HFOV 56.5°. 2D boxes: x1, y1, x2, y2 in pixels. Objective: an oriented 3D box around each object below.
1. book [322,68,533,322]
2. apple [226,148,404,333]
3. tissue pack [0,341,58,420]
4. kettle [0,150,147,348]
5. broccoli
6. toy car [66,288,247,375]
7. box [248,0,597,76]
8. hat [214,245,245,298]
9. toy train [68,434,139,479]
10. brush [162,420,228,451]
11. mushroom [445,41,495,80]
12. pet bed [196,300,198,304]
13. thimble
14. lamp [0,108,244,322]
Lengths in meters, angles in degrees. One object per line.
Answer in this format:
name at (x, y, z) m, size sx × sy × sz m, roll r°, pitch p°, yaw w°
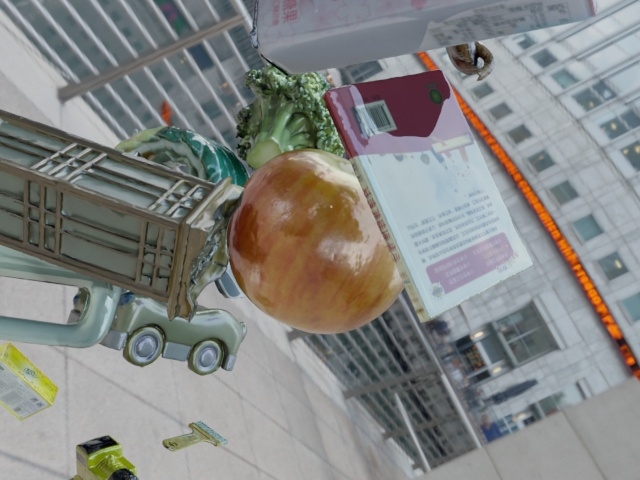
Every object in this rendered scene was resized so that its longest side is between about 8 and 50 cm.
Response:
book at (0.110, -0.054, 0.586) m, size 0.022 × 0.162 × 0.232 m, roll -30°, pitch -98°, yaw 56°
apple at (0.000, 0.000, 0.866) m, size 0.286 × 0.233 × 0.286 m, roll 25°, pitch 15°, yaw -7°
tissue pack at (-0.708, 0.327, 1.381) m, size 0.176 × 0.095 × 0.062 m, roll 59°, pitch 9°, yaw -29°
kettle at (-0.412, -0.024, 0.794) m, size 0.205 × 0.317 × 0.265 m, roll 109°, pitch -12°, yaw -49°
broccoli at (-0.063, -0.226, 1.240) m, size 0.288 × 0.235 × 0.260 m, roll 62°, pitch -6°, yaw -24°
toy car at (-0.341, 0.149, 1.293) m, size 0.242 × 0.226 × 0.336 m, roll 10°, pitch -9°, yaw 44°
box at (0.095, -0.304, 0.644) m, size 0.112 × 0.369 × 0.190 m, roll 17°, pitch 73°, yaw -60°
hat at (-0.205, 0.012, 1.484) m, size 0.161 × 0.232 × 0.275 m, roll 28°, pitch -27°, yaw 51°
toy train at (-0.355, 0.414, 1.005) m, size 0.219 × 0.089 × 0.127 m, roll 9°, pitch -77°, yaw 48°
brush at (-0.259, 0.398, 1.202) m, size 0.082 × 0.010 × 0.218 m, roll 29°, pitch -2°, yaw 19°
mushroom at (0.304, -0.398, 1.236) m, size 0.135 × 0.080 × 0.171 m, roll 34°, pitch 33°, yaw -54°
pet bed at (-0.447, 0.157, 1.746) m, size 0.183 × 0.159 × 0.211 m, roll -71°, pitch 154°, yaw -52°
thimble at (-0.290, -0.102, 1.208) m, size 0.288 × 0.254 × 0.167 m, roll 37°, pitch 6°, yaw 20°
lamp at (-0.229, -0.043, 0.456) m, size 0.089 × 0.325 × 0.090 m, roll -64°, pitch 172°, yaw -60°
